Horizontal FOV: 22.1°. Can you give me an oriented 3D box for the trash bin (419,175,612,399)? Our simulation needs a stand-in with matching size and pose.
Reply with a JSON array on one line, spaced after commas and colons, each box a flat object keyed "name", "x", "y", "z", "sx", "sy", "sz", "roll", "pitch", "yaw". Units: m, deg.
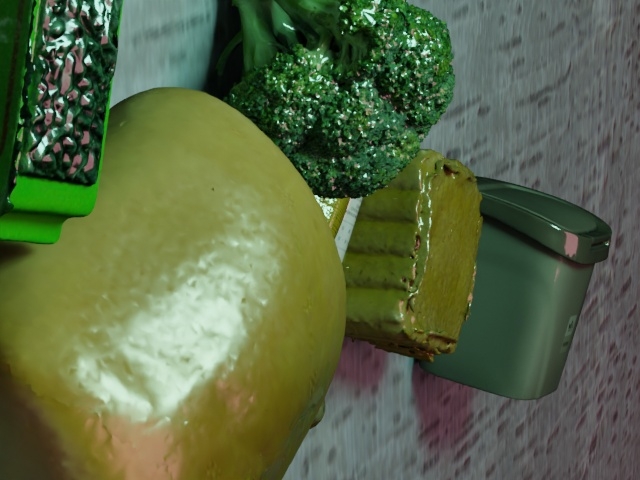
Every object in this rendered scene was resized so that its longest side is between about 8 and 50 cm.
[{"name": "trash bin", "x": 0.244, "y": 0.062, "z": 2.145, "sx": 0.220, "sy": 0.219, "sz": 0.250, "roll": -6, "pitch": 111, "yaw": -63}]

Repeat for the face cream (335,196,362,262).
[{"name": "face cream", "x": 0.000, "y": 0.000, "z": 1.759, "sx": 0.092, "sy": 0.058, "sz": 0.243, "roll": 27, "pitch": 78, "yaw": -55}]

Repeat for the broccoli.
[{"name": "broccoli", "x": 0.002, "y": -0.155, "z": 1.542, "sx": 0.241, "sy": 0.261, "sz": 0.269, "roll": 54, "pitch": 30, "yaw": -3}]

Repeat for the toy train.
[{"name": "toy train", "x": -0.228, "y": -0.106, "z": 1.050, "sx": 0.132, "sy": 0.188, "sz": 0.243, "roll": 7, "pitch": 92, "yaw": -64}]

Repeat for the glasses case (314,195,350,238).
[{"name": "glasses case", "x": -0.013, "y": -0.041, "z": 1.685, "sx": 0.079, "sy": 0.064, "sz": 0.234, "roll": 31, "pitch": 67, "yaw": -26}]

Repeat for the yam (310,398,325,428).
[{"name": "yam", "x": -0.077, "y": 0.098, "z": 1.587, "sx": 0.371, "sy": 0.083, "sz": 0.083, "roll": 56, "pitch": 48, "yaw": -55}]

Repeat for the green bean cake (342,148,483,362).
[{"name": "green bean cake", "x": 0.096, "y": 0.016, "z": 1.880, "sx": 0.224, "sy": 0.131, "sz": 0.229, "roll": 25, "pitch": 72, "yaw": -67}]

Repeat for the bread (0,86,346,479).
[{"name": "bread", "x": -0.138, "y": 0.111, "z": 1.225, "sx": 0.376, "sy": 0.253, "sz": 0.348, "roll": -50, "pitch": 158, "yaw": -46}]
